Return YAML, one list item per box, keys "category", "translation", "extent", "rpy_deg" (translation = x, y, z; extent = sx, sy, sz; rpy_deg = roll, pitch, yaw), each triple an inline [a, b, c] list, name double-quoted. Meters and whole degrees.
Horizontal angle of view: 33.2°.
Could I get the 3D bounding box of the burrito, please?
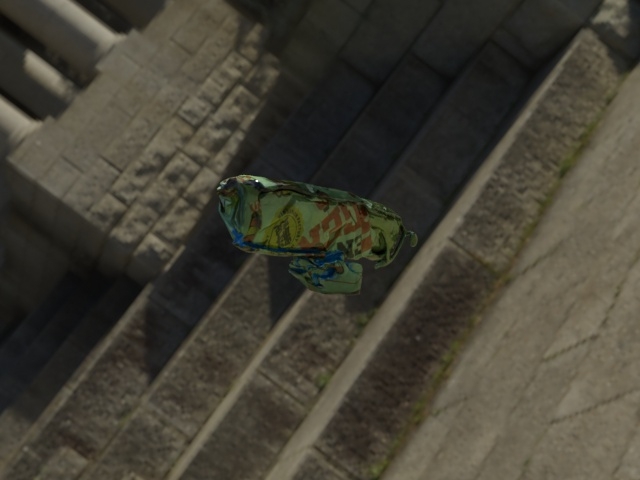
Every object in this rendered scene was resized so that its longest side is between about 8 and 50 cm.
- category: "burrito"
  translation: [0.000, 0.000, 1.043]
  extent: [0.288, 0.054, 0.104]
  rpy_deg: [7, -89, -54]
